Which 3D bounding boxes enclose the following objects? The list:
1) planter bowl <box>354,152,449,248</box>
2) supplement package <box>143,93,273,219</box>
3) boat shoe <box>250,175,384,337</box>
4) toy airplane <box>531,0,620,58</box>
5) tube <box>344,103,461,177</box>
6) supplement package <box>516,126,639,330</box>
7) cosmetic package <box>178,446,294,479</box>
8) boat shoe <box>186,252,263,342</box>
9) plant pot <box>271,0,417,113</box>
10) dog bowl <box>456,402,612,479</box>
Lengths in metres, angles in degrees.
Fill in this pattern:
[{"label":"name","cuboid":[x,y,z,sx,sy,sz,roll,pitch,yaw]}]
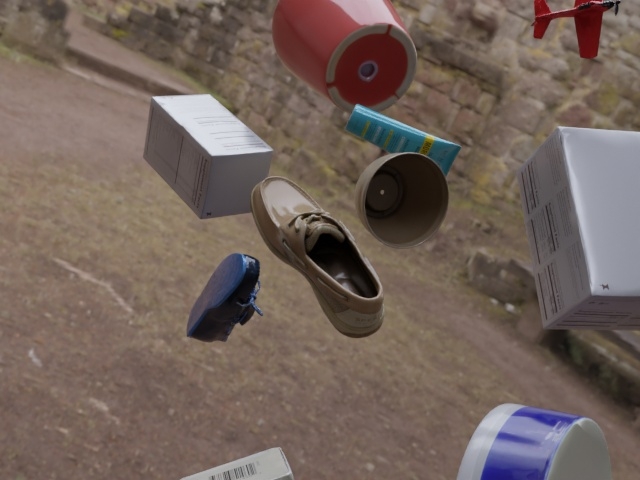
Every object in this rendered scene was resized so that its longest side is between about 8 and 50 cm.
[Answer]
[{"label":"planter bowl","cuboid":[0.124,-0.076,1.513,0.162,0.162,0.109,20,3,-25]},{"label":"supplement package","cuboid":[-0.217,-0.162,1.670,0.133,0.139,0.244,-10,39,-36]},{"label":"boat shoe","cuboid":[0.000,0.000,1.452,0.121,0.110,0.341,-27,60,-24]},{"label":"toy airplane","cuboid":[0.382,-0.348,1.343,0.028,0.151,0.151,11,19,-48]},{"label":"tube","cuboid":[0.148,-0.183,1.614,0.207,0.080,0.052,25,40,1]},{"label":"supplement package","cuboid":[0.426,-0.014,1.288,0.204,0.262,0.145,2,-24,-14]},{"label":"cosmetic package","cuboid":[-0.080,0.464,1.213,0.160,0.309,0.113,-15,9,-9]},{"label":"boat shoe","cuboid":[-0.148,0.097,1.502,0.089,0.109,0.258,19,-30,-19]},{"label":"plant pot","cuboid":[0.060,-0.394,1.800,0.275,0.275,0.243,18,26,-32]},{"label":"dog bowl","cuboid":[0.259,0.335,1.063,0.104,0.265,0.265,3,-4,36]}]
